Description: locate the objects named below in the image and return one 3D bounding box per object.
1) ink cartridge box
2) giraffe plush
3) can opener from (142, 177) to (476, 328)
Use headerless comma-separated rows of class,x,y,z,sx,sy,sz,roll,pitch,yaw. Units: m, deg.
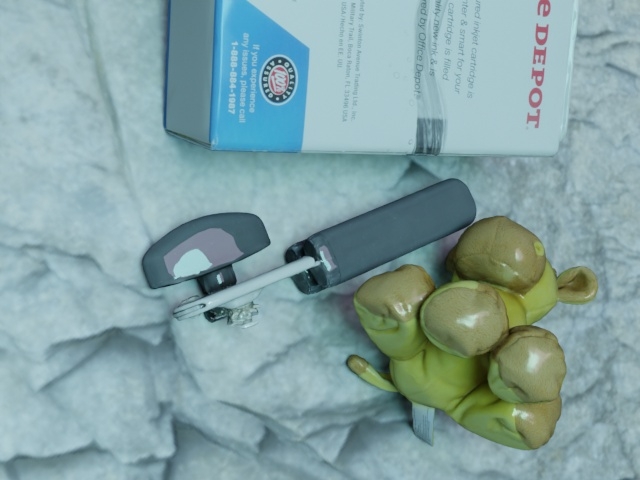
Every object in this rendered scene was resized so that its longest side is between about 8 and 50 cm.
ink cartridge box,0.043,-0.184,0.801,0.307,0.129,0.223,-1,100,-25
giraffe plush,0.136,0.058,0.813,0.181,0.210,0.170,34,62,9
can opener,0.000,0.000,0.813,0.280,0.074,0.093,-18,89,-26
